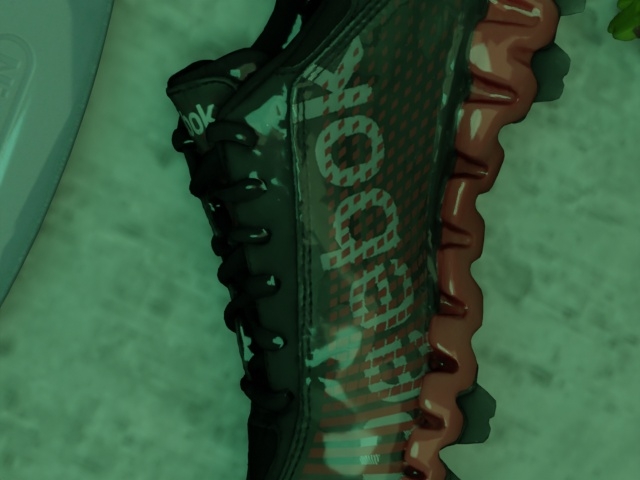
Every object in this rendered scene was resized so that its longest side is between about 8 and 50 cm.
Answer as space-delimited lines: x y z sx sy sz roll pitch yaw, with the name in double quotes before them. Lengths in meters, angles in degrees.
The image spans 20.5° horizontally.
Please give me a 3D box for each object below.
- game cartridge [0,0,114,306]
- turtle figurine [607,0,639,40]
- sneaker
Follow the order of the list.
"game cartridge" -0.179 -0.058 0.594 0.196 0.060 0.294 22 86 -14
"turtle figurine" 0.217 -0.042 0.702 0.217 0.087 0.269 42 80 -15
"sneaker" 0.000 0.000 0.630 0.135 0.097 0.276 14 86 -18
